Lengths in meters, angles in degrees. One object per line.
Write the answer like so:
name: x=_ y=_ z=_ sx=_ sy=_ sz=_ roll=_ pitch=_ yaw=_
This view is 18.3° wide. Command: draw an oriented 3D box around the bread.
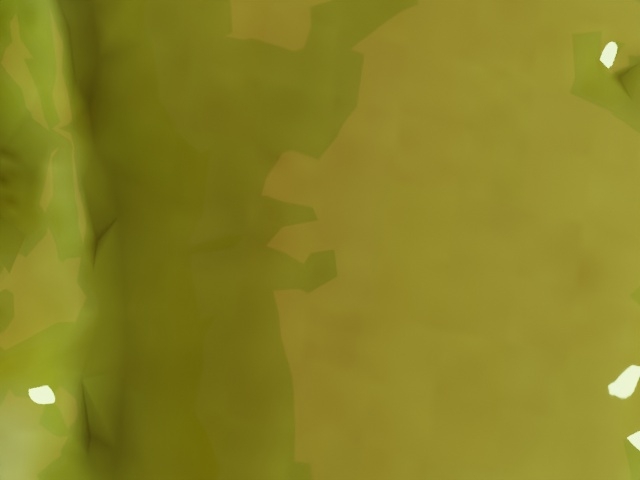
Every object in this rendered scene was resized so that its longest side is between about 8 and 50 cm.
bread: x=0.003 y=0.000 z=0.429 sx=0.245 sy=0.329 sz=0.424 roll=8 pitch=89 yaw=-50
